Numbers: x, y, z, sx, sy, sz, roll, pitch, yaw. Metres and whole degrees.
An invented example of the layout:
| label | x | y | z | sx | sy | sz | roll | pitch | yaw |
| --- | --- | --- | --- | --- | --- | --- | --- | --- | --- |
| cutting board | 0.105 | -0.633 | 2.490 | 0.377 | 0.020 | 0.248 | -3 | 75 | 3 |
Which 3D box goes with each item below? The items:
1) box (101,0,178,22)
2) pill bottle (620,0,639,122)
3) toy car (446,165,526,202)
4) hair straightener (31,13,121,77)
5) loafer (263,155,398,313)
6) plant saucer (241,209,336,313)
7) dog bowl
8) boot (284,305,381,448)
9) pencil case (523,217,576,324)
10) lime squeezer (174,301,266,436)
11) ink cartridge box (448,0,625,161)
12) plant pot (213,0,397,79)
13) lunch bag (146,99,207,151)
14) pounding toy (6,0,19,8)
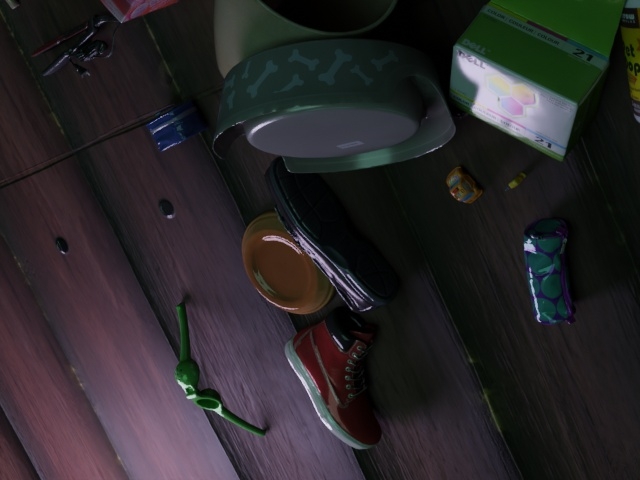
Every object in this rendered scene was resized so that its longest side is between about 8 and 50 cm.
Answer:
| label | x | y | z | sx | sy | sz | roll | pitch | yaw |
| --- | --- | --- | --- | --- | --- | --- | --- | --- | --- |
| box | -0.335 | -0.516 | 1.737 | 0.300 | 0.154 | 0.142 | 49 | 131 | 5 |
| pill bottle | 0.435 | -0.256 | 1.354 | 0.117 | 0.117 | 0.215 | -1 | 113 | 35 |
| toy car | 0.240 | -0.091 | 1.632 | 0.122 | 0.040 | 0.060 | -22 | 100 | 41 |
| hair straightener | -0.428 | -0.343 | 1.974 | 0.230 | 0.047 | 0.089 | -19 | 102 | 36 |
| loafer | 0.000 | 0.000 | 1.813 | 0.302 | 0.109 | 0.095 | 50 | 136 | -2 |
| plant saucer | -0.061 | 0.044 | 1.921 | 0.199 | 0.037 | 0.200 | 16 | 122 | 27 |
| dog bowl | 0.016 | -0.188 | 1.559 | 0.348 | 0.348 | 0.102 | -12 | 77 | 39 |
| boot | 0.062 | 0.241 | 1.912 | 0.176 | 0.088 | 0.244 | -36 | 88 | 40 |
| pencil case | 0.341 | 0.047 | 1.620 | 0.070 | 0.064 | 0.152 | 14 | 124 | 48 |
| lime squeezer | -0.222 | 0.277 | 2.110 | 0.058 | 0.110 | 0.310 | -30 | 96 | 24 |
| ink cartridge box | 0.273 | -0.246 | 1.418 | 0.188 | 0.097 | 0.255 | 30 | 158 | 18 |
| plant pot | -0.056 | -0.334 | 1.600 | 0.256 | 0.256 | 0.274 | 48 | 147 | 4 |
| lunch bag | -0.255 | -0.203 | 1.905 | 0.098 | 0.067 | 0.065 | -19 | 102 | 42 |
| pounding toy | -0.565 | -0.541 | 1.937 | 0.183 | 0.110 | 0.237 | 44 | 161 | -7 |
